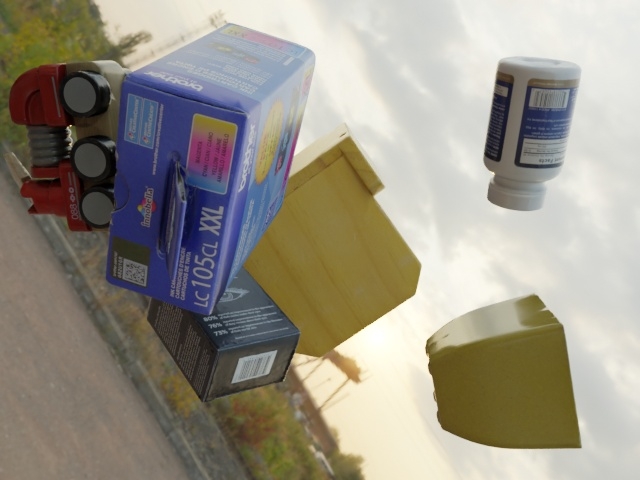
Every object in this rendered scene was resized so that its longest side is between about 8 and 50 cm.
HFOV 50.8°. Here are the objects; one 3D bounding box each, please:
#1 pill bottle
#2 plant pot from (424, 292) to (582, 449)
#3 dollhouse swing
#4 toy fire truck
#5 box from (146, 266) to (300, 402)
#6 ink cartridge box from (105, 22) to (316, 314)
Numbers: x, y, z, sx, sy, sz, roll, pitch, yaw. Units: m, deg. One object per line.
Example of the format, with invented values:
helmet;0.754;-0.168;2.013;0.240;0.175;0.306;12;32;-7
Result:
pill bottle;0.173;-0.089;0.564;0.067;0.067;0.120;-135;-137;-57
plant pot;0.114;0.088;0.443;0.081;0.083;0.081;-63;142;-79
dollhouse swing;0.000;0.000;1.343;0.305;0.347;0.315;52;10;-13
toy fire truck;-0.362;-0.127;0.917;0.158;0.246;0.217;-57;145;-70
box;-0.157;0.133;1.065;0.207;0.153;0.108;44;-53;39
ink cartridge box;-0.141;-0.096;0.863;0.395;0.151;0.270;-62;168;-60
